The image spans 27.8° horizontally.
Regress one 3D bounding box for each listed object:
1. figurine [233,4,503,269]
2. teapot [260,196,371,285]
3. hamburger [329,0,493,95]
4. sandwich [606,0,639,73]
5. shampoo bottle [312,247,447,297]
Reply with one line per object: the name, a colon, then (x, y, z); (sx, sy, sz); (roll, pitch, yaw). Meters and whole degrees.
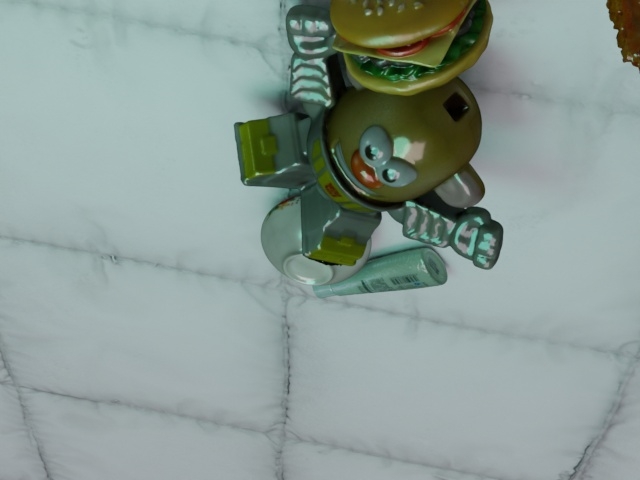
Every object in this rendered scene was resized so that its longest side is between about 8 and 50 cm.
figurine: (0.060, -0.102, 1.423); (0.343, 0.167, 0.285); (34, 145, -28)
teapot: (0.000, 0.000, 1.673); (0.145, 0.092, 0.226); (35, 138, -30)
hamburger: (0.086, -0.218, 1.258); (0.162, 0.162, 0.115); (-3, 142, 24)
sandwich: (0.354, -0.219, 1.134); (0.292, 0.212, 0.109); (5, 163, -11)
shampoo bottle: (0.075, 0.050, 1.756); (0.191, 0.041, 0.069); (-12, 145, 33)
